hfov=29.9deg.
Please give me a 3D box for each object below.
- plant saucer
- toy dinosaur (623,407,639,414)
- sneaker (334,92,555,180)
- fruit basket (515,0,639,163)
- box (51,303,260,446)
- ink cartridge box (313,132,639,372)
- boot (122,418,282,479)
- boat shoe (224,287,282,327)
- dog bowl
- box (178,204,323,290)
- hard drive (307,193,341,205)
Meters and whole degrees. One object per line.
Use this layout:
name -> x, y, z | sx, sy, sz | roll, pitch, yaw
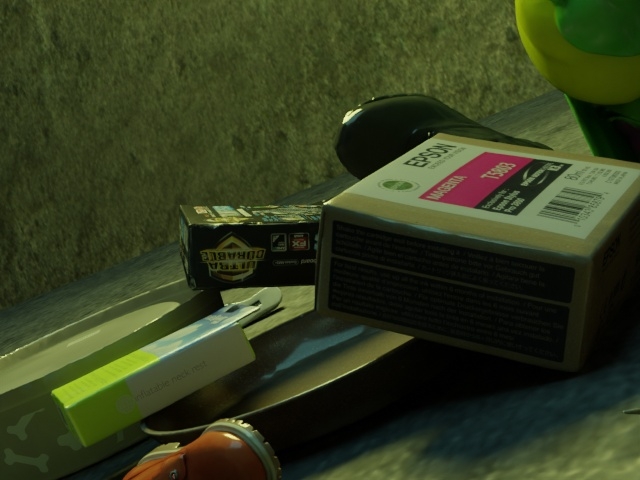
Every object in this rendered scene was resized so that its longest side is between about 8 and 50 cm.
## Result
plant saucer -> 0.003, 0.103, 0.980 | 0.311, 0.050, 0.310 | -23, 6, 3
toy dinosaur -> 0.229, 0.061, 0.590 | 0.093, 0.053, 0.183 | -38, -11, 39
sneaker -> 0.156, -0.079, 1.210 | 0.286, 0.109, 0.130 | 11, 9, -17
fruit basket -> 0.307, -0.223, 1.123 | 0.283, 0.392, 0.392 | -24, 7, 0
box -> -0.135, 0.110, 1.017 | 0.178, 0.042, 0.109 | -26, 7, -17
ink cartridge box -> 0.131, -0.003, 0.881 | 0.193, 0.088, 0.235 | 12, 23, 23
boot -> -0.091, 0.168, 0.785 | 0.158, 0.059, 0.085 | -29, 4, 46
boat shoe -> -0.093, 0.091, 1.509 | 0.100, 0.035, 0.035 | -29, -20, -12
dog bowl -> -0.244, 0.150, 1.241 | 0.349, 0.102, 0.349 | -23, 6, 3
box -> 0.000, 0.000, 1.269 | 0.293, 0.073, 0.295 | -2, 4, -9
hard drive -> -0.012, -0.013, 1.895 | 0.237, 0.064, 0.339 | -29, 9, -39
